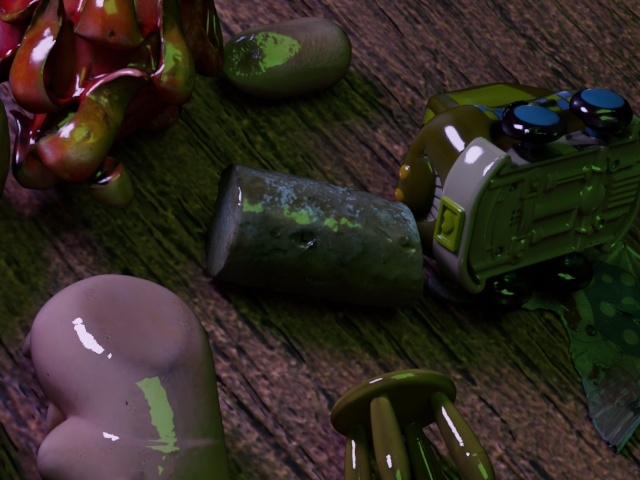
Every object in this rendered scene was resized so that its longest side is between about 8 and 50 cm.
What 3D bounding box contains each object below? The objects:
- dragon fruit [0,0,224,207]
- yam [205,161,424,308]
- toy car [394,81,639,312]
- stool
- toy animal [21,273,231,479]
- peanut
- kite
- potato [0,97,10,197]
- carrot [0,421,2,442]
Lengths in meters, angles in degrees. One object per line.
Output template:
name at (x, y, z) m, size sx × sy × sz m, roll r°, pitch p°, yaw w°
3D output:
dragon fruit at (-0.205, -0.185, 1.692) m, size 0.228 × 0.243 × 0.307 m, roll -7°, pitch 23°, yaw 17°
yam at (0.000, 0.000, 1.711) m, size 0.194 × 0.107 × 0.107 m, roll 11°, pitch 50°, yaw -18°
toy car at (0.171, -0.068, 1.807) m, size 0.248 × 0.204 × 0.198 m, roll -15°, pitch 38°, yaw -36°
stool at (0.072, 0.180, 1.598) m, size 0.135 × 0.134 × 0.110 m, roll 45°, pitch 24°, yaw -57°
toy animal at (-0.146, 0.141, 1.496) m, size 0.166 × 0.154 × 0.250 m, roll 1°, pitch 56°, yaw -35°
peanut at (-0.032, -0.178, 1.865) m, size 0.152 × 0.076 × 0.076 m, roll -13°, pitch 60°, yaw -36°
kite at (0.250, 0.062, 1.845) m, size 0.314 × 0.011 × 0.335 m, roll 3°, pitch 51°, yaw -23°
potato at (-0.374, -0.110, 1.565) m, size 0.266 × 0.229 × 0.229 m, roll 35°, pitch 46°, yaw -7°
carrot at (-0.300, 0.196, 1.394) m, size 0.139 × 0.138 × 0.301 m, roll 9°, pitch 49°, yaw -19°
